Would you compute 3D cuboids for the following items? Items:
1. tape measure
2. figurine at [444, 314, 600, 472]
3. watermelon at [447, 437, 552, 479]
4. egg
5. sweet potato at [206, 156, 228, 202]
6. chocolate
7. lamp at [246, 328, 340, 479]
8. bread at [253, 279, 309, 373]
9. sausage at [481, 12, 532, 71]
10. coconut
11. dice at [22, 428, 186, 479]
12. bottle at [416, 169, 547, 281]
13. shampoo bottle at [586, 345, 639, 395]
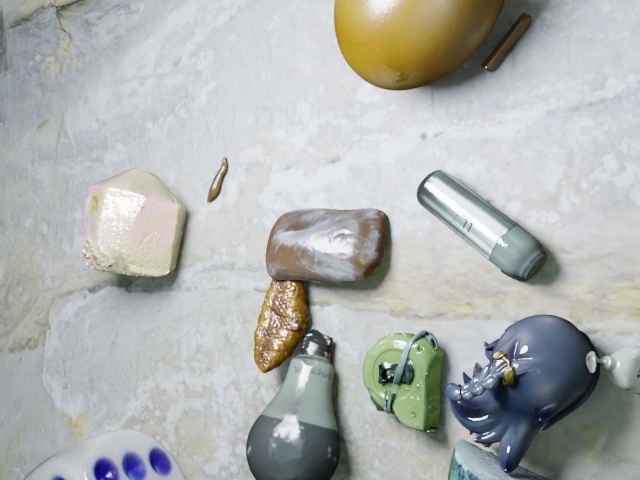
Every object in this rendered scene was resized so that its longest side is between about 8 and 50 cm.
[{"bbox_3d":[0.152,0.246,1.259,0.154,0.087,0.177,4,86,34],"label":"tape measure"},{"bbox_3d":[0.320,0.235,1.105,0.175,0.197,0.265,39,98,16],"label":"figurine"},{"bbox_3d":[0.317,0.466,1.076,0.320,0.214,0.289,142,118,-74],"label":"watermelon"},{"bbox_3d":[0.170,-0.429,1.185,0.282,0.283,0.351,41,109,29],"label":"egg"},{"bbox_3d":[-0.236,-0.137,1.581,0.026,0.026,0.115,31,100,31],"label":"sweet potato"},{"bbox_3d":[0.000,-0.002,1.350,0.254,0.080,0.156,1,64,30],"label":"chocolate"},{"bbox_3d":[-0.021,0.342,1.332,0.182,0.182,0.313,23,80,32],"label":"lamp"},{"bbox_3d":[-0.074,0.162,1.415,0.105,0.076,0.233,8,78,25],"label":"bread"},{"bbox_3d":[0.333,-0.354,1.226,0.026,0.026,0.116,47,110,27],"label":"sausage"},{"bbox_3d":[-0.433,-0.045,1.586,0.233,0.233,0.245,9,94,33],"label":"coconut"},{"bbox_3d":[-0.481,0.625,1.532,0.304,0.277,0.304,-42,63,25],"label":"dice"},{"bbox_3d":[0.278,-0.024,1.207,0.254,0.079,0.096,42,146,29],"label":"bottle"},{"bbox_3d":[0.465,0.191,1.027,0.045,0.152,0.077,-161,88,-77],"label":"shampoo bottle"}]
